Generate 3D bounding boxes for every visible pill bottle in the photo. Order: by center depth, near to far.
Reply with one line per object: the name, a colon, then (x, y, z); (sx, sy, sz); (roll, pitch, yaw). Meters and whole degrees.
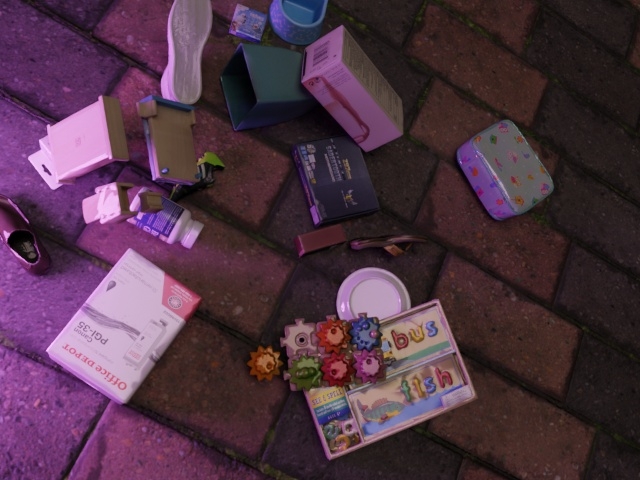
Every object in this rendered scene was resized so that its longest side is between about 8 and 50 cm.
pill bottle: (-0.371, -0.049, 1.482); (0.169, 0.094, 0.094); (29, 68, -9)

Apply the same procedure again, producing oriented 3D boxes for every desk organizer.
desk organizer: (0.000, 0.000, 1.625); (0.130, 0.047, 0.050); (-16, 79, -22)

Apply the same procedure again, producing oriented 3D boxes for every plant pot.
plant pot: (-0.115, -0.408, 1.638); (0.234, 0.165, 0.166); (-11, 79, -31)

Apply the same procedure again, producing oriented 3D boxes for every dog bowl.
dog bowl: (-0.049, -0.714, 1.787); (0.165, 0.074, 0.298); (17, 70, -14)

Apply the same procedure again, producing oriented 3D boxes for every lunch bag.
lunch bag: (0.555, -0.207, 1.841); (0.224, 0.108, 0.279); (-31, 89, -29)

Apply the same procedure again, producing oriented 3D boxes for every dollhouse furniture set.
dollhouse furniture set: (-0.427, -0.169, 1.438); (0.303, 0.198, 0.287); (-2, 79, -56)

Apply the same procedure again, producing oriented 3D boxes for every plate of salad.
plate of salad: (0.139, 0.170, 1.627); (0.199, 0.048, 0.200); (2, 74, -7)

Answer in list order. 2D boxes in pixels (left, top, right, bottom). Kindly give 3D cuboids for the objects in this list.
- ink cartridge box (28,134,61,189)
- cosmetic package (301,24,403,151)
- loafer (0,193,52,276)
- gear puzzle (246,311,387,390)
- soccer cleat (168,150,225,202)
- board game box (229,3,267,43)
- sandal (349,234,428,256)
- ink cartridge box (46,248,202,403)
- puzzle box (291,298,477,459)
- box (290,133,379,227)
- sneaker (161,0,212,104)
ink cartridge box: (-0.589, -0.214, 1.468); (0.180, 0.060, 0.104); (-39, 91, -24)
cosmetic package: (0.090, -0.393, 1.630); (0.296, 0.129, 0.153); (41, 38, -37)
loafer: (-0.677, -0.022, 1.375); (0.080, 0.078, 0.220); (-40, 91, -24)
gear puzzle: (-0.009, 0.271, 1.482); (0.338, 0.044, 0.176); (-5, 79, -8)
soccer cleat: (-0.310, -0.150, 1.551); (0.072, 0.060, 0.179); (40, 64, -7)
board game box: (-0.203, -0.610, 1.734); (0.090, 0.020, 0.090); (17, 69, -14)
sandal: (0.185, 0.016, 1.667); (0.219, 0.090, 0.060); (-6, 94, -22)
ink cartridge box: (-0.433, 0.195, 1.381); (0.207, 0.117, 0.283); (36, 67, -7)
puzzle box: (0.159, 0.338, 1.540); (0.408, 0.052, 0.272); (-20, 82, -10)
box: (0.040, -0.166, 1.676); (0.183, 0.059, 0.233); (-13, 80, -23)
sneaker: (-0.351, -0.479, 1.559); (0.108, 0.169, 0.293); (8, 89, -25)
